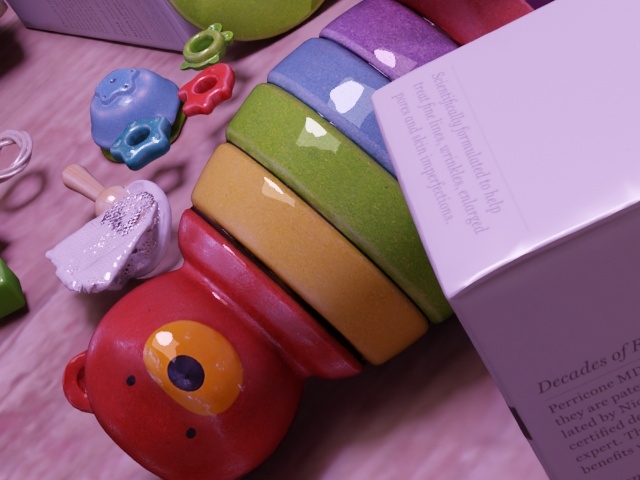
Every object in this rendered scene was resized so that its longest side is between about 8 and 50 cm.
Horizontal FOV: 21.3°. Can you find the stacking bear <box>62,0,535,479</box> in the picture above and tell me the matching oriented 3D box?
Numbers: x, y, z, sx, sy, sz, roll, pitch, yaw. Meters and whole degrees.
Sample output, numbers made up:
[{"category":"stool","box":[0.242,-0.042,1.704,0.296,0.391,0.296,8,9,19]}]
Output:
[{"category":"stacking bear","box":[0.000,0.000,0.848,0.289,0.175,0.164,-47,1,-3]}]

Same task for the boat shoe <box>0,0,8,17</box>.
[{"category":"boat shoe","box":[-0.339,-0.204,1.372,0.103,0.113,0.302,-48,26,1]}]

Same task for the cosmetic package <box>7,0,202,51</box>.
[{"category":"cosmetic package","box":[-0.143,-0.214,1.266,0.231,0.085,0.117,15,57,49]}]

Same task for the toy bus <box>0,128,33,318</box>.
[{"category":"toy bus","box":[-0.293,-0.004,1.080,0.191,0.104,0.202,-18,48,14]}]

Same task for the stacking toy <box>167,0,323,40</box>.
[{"category":"stacking toy","box":[-0.043,-0.307,1.147,0.279,0.309,0.130,-42,26,6]}]

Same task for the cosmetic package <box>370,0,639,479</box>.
[{"category":"cosmetic package","box":[0.135,0.008,0.707,0.151,0.183,0.151,-27,35,7]}]

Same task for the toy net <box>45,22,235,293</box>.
[{"category":"toy net","box":[-0.106,-0.043,1.072,0.122,0.045,0.232,-17,40,17]}]

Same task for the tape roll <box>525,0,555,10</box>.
[{"category":"tape roll","box":[0.139,-0.203,0.949,0.080,0.189,0.189,2,48,39]}]
